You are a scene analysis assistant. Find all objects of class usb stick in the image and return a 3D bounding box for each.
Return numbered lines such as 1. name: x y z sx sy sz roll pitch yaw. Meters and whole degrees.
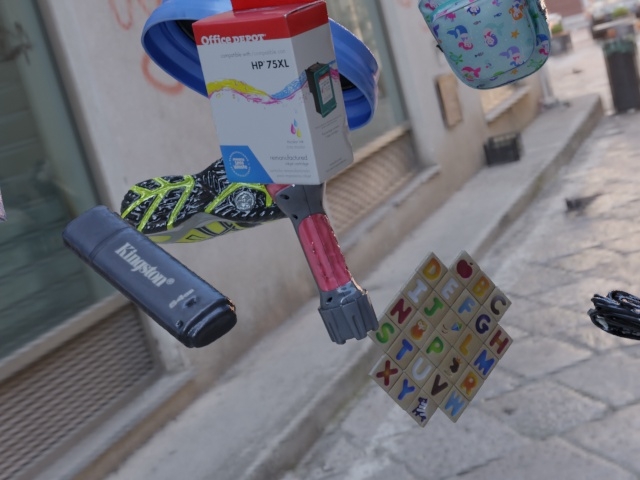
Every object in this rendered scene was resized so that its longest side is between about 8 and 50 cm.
1. usb stick: -0.202 0.036 1.118 0.077 0.045 0.278 -32 45 -29

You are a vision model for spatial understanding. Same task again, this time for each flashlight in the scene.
1. flashlight: 0.000 0.000 1.410 0.103 0.304 0.103 -17 7 40

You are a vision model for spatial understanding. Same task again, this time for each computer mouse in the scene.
1. computer mouse: 0.419 0.087 1.011 0.272 0.072 0.188 -8 14 -44

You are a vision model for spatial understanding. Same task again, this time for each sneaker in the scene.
1. sneaker: -0.193 -0.077 1.921 0.384 0.145 0.147 -6 -17 10

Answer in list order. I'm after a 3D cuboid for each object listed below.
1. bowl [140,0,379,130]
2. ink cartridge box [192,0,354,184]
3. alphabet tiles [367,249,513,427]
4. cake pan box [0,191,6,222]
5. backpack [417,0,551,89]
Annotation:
1. bowl: -0.090 -0.288 1.557 0.391 0.077 0.391 17 -12 4
2. ink cartridge box: -0.055 -0.181 1.060 0.134 0.231 0.078 3 25 36
3. alphabet tiles: 0.253 0.200 2.010 0.342 0.285 0.011 -50 19 -20
4. cake pan box: -0.539 -0.118 1.218 0.245 0.267 0.070 -14 -14 0
5. backpack: 0.331 -0.417 1.891 0.225 0.253 0.191 -19 40 23
